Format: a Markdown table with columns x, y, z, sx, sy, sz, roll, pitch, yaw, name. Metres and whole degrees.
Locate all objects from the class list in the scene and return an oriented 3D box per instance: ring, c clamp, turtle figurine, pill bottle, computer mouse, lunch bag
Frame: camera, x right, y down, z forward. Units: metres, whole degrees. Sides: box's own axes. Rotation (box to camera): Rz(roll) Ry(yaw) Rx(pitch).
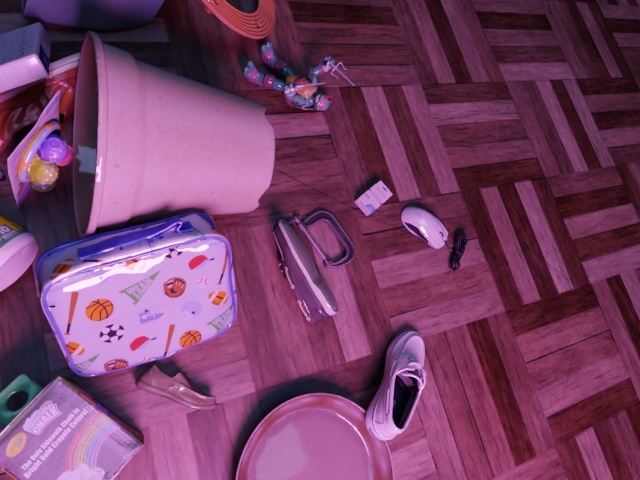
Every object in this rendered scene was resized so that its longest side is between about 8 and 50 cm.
| x | y | z | sx | sy | sz | roll | pitch | yaw | name |
| --- | --- | --- | --- | --- | --- | --- | --- | --- | --- |
| -0.226 | -0.623 | 1.063 | 0.337 | 0.032 | 0.336 | 33 | 47 | -45 | ring |
| 0.000 | 0.000 | 1.033 | 0.137 | 0.022 | 0.160 | -39 | 88 | -33 | c clamp |
| -0.052 | -0.369 | 1.084 | 0.234 | 0.118 | 0.175 | 28 | 48 | 6 | turtle figurine |
| -0.586 | -0.015 | 0.744 | 0.208 | 0.117 | 0.117 | 35 | 63 | -7 | pill bottle |
| 0.284 | -0.018 | 1.139 | 0.193 | 0.042 | 0.106 | 36 | 64 | -7 | computer mouse |
| -0.286 | 0.080 | 0.767 | 0.303 | 0.243 | 0.115 | -18 | 37 | -26 | lunch bag |

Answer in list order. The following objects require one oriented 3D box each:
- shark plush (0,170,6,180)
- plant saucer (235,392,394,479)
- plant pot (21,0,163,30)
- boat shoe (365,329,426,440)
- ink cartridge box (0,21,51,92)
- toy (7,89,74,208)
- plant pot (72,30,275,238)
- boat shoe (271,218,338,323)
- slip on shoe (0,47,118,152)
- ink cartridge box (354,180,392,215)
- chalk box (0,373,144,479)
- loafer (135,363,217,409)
| x | y | z | sx | sy | sz | roll | pitch | yaw | name |
| --- | --- | --- | --- | --- | --- | --- | --- | --- | --- |
| -0.620 | -0.152 | 0.805 | 0.073 | 0.067 | 0.161 | -29 | 85 | -27 | shark plush |
| -0.009 | 0.447 | 0.857 | 0.311 | 0.050 | 0.310 | 7 | 69 | -19 | plant saucer |
| -0.444 | -0.585 | 0.937 | 0.252 | 0.248 | 0.247 | 2 | 70 | -41 | plant pot |
| 0.178 | 0.287 | 0.944 | 0.095 | 0.084 | 0.258 | 38 | 48 | -12 | boat shoe |
| -0.592 | -0.303 | 0.803 | 0.224 | 0.045 | 0.223 | -22 | 43 | -11 | ink cartridge box |
| -0.457 | -0.134 | 0.775 | 0.056 | 0.237 | 0.136 | 30 | 63 | -24 | toy |
| -0.263 | -0.167 | 0.837 | 0.306 | 0.334 | 0.333 | 0 | 72 | -33 | plant pot |
| -0.047 | 0.065 | 0.956 | 0.069 | 0.081 | 0.227 | -32 | 82 | 17 | boat shoe |
| -0.513 | -0.278 | 0.882 | 0.331 | 0.123 | 0.101 | -48 | 126 | -33 | slip on shoe |
| 0.129 | -0.102 | 1.113 | 0.083 | 0.028 | 0.048 | -39 | 90 | -28 | ink cartridge box |
| -0.398 | 0.297 | 0.706 | 0.213 | 0.132 | 0.132 | 41 | 63 | -3 | chalk box |
| -0.250 | 0.261 | 0.819 | 0.148 | 0.056 | 0.050 | 24 | 71 | -13 | loafer |
